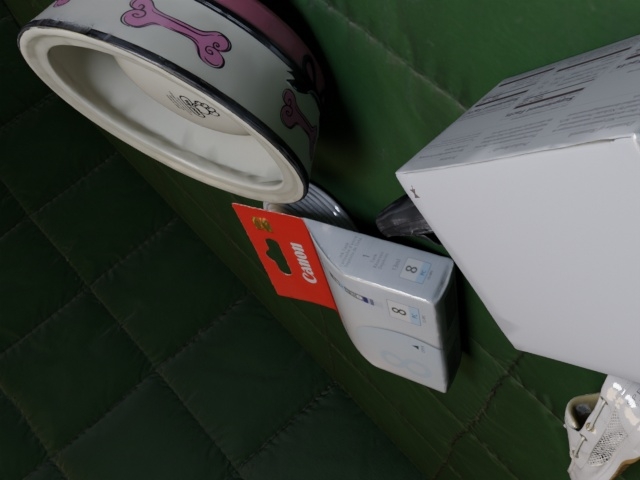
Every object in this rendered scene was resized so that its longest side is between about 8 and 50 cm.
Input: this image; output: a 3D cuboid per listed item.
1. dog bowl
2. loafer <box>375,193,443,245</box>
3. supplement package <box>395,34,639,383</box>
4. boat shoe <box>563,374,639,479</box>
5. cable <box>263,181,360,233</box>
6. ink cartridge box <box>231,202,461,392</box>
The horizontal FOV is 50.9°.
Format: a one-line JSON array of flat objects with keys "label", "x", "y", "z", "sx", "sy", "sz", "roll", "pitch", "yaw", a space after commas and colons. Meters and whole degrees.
[{"label": "dog bowl", "x": -0.173, "y": -0.211, "z": 0.900, "sx": 0.408, "sy": 0.150, "sz": 0.408, "roll": 24, "pitch": 167, "yaw": 6}, {"label": "loafer", "x": 0.132, "y": -0.027, "z": 0.832, "sx": 0.078, "sy": 0.076, "sz": 0.223, "roll": 58, "pitch": 161, "yaw": -1}, {"label": "supplement package", "x": 0.214, "y": -0.019, "z": 0.481, "sx": 0.204, "sy": 0.145, "sz": 0.262, "roll": 53, "pitch": 165, "yaw": -13}, {"label": "boat shoe", "x": 0.345, "y": 0.225, "z": 0.814, "sx": 0.096, "sy": 0.098, "sz": 0.277, "roll": 43, "pitch": 155, "yaw": 26}, {"label": "cable", "x": 0.000, "y": 0.000, "z": 1.265, "sx": 0.257, "sy": 0.089, "sz": 0.257, "roll": 54, "pitch": 164, "yaw": -18}, {"label": "ink cartridge box", "x": 0.038, "y": 0.097, "z": 1.125, "sx": 0.385, "sy": 0.091, "sz": 0.308, "roll": 15, "pitch": 150, "yaw": 24}]
